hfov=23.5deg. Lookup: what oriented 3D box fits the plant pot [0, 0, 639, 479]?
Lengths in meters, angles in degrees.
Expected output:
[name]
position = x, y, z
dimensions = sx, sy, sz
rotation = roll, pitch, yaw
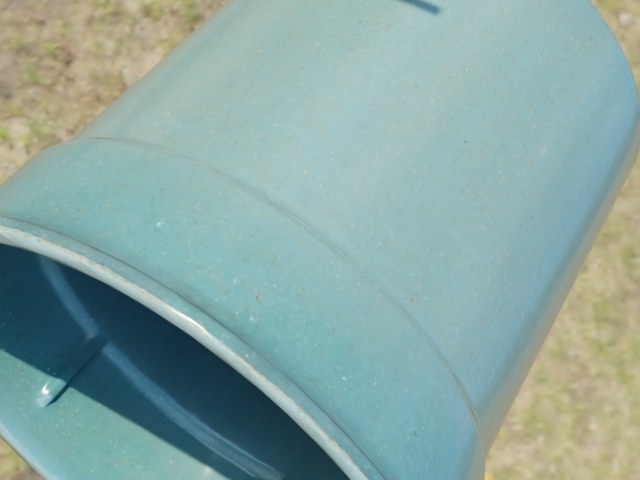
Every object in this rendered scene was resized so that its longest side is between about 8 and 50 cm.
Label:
[plant pot]
position = 0.000, 0.000, 0.886
dimensions = 0.334, 0.341, 0.341
rotation = -53, 123, -29
